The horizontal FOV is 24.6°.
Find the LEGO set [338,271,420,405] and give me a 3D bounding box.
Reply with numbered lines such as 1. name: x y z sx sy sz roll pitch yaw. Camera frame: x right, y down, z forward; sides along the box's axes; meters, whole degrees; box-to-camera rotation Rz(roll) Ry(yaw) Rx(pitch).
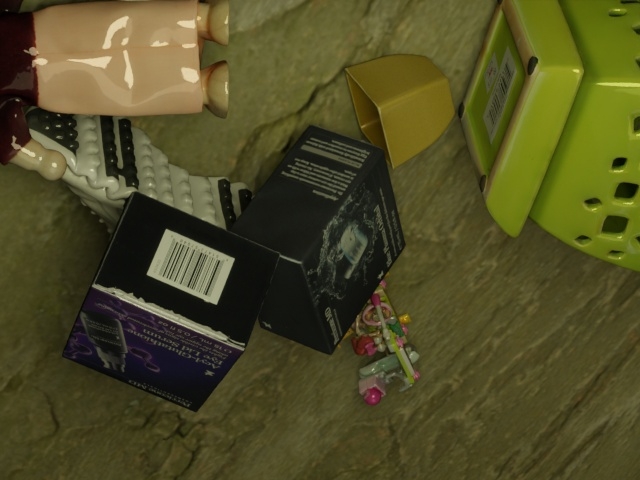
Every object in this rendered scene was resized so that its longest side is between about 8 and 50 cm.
1. LEGO set: 0.020 0.091 1.598 0.132 0.107 0.287 -40 128 20

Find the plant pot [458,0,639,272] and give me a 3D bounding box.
1. plant pot: 0.261 -0.125 1.401 0.207 0.227 0.228 8 128 -12

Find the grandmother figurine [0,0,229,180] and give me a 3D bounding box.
1. grandmother figurine: -0.255 -0.158 1.316 0.342 0.104 0.208 1 86 -6

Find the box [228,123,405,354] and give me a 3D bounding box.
1. box: 0.000 0.000 1.460 0.093 0.158 0.156 21 149 28

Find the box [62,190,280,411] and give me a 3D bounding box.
1. box: -0.146 0.064 1.400 0.153 0.108 0.207 23 152 -6

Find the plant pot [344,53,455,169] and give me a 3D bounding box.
1. plant pot: 0.083 -0.136 1.441 0.083 0.081 0.081 -26 133 -10

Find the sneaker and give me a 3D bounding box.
1. sneaker: -0.182 -0.036 1.449 0.292 0.110 0.118 31 126 -33
